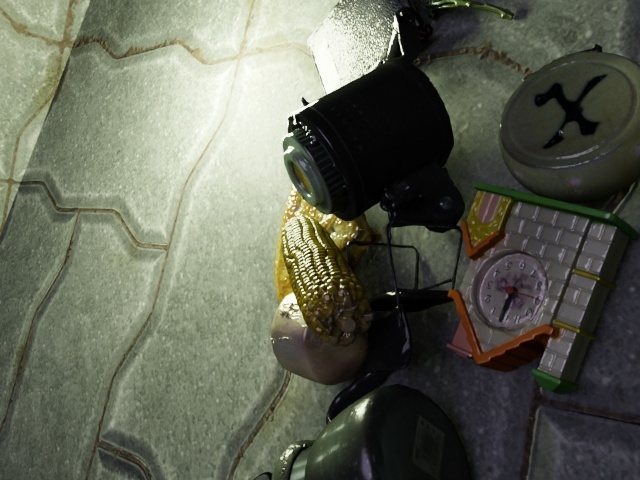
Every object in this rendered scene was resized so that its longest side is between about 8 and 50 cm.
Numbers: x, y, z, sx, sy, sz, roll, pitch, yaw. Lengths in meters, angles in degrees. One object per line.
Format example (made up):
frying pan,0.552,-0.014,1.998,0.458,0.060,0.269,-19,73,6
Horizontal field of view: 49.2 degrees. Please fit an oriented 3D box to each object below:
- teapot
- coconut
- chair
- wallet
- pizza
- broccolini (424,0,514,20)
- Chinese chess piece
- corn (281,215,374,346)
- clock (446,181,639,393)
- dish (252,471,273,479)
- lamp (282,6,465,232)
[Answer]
teapot,0.046,0.328,1.064,0.285,0.223,0.305,-35,56,37
coconut,0.009,0.160,1.186,0.183,0.171,0.171,1,75,49
chair,0.137,0.095,1.099,0.140,0.145,0.221,-30,60,60
wallet,0.093,-0.409,1.405,0.262,0.071,0.221,-38,56,31
pizza,-0.018,-0.016,1.338,0.258,0.087,0.268,-46,48,26
broccolini,0.258,-0.419,1.260,0.194,0.052,0.054,31,100,44
Chinese chess piece,0.369,-0.165,1.003,0.237,0.092,0.238,-21,49,26
corn,-0.004,0.054,1.115,0.106,0.106,0.305,-53,30,14
clock,0.293,0.067,1.004,0.219,0.106,0.255,20,88,45
dish,-0.130,0.547,1.156,0.316,0.106,0.316,-54,3,5
lamp,0.069,-0.173,1.166,0.272,0.205,0.374,-12,70,-10
